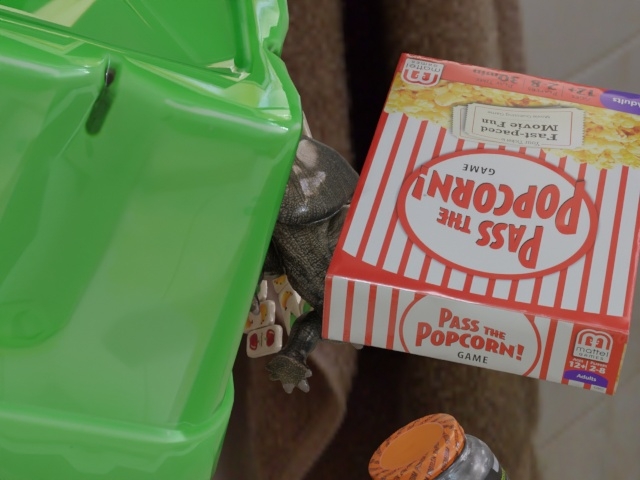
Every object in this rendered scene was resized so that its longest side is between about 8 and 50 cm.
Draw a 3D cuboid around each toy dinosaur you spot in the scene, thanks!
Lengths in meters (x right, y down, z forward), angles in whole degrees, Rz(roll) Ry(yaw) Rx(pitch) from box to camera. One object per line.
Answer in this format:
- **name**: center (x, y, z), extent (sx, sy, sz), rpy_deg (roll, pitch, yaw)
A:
- **toy dinosaur**: center (0.000, 0.000, 1.131), extent (0.313, 0.121, 0.160), rpy_deg (39, 37, 5)

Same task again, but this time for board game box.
- **board game box**: center (0.093, -0.015, 0.846), extent (0.146, 0.045, 0.193), rpy_deg (10, 42, 7)

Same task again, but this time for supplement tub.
- **supplement tub**: center (0.129, 0.257, 1.476), extent (0.117, 0.190, 0.117), rpy_deg (-30, 16, 9)

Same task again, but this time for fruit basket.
- **fruit basket**: center (-0.216, -0.004, 0.595), extent (0.392, 0.392, 0.283), rpy_deg (-6, 52, -2)

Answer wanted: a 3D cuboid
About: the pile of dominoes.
- **pile of dominoes**: center (-0.061, -0.006, 1.765), extent (0.040, 0.196, 0.251), rpy_deg (12, 46, -34)
